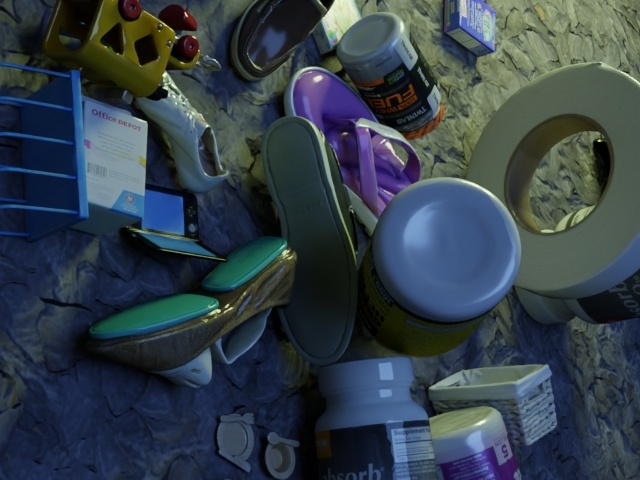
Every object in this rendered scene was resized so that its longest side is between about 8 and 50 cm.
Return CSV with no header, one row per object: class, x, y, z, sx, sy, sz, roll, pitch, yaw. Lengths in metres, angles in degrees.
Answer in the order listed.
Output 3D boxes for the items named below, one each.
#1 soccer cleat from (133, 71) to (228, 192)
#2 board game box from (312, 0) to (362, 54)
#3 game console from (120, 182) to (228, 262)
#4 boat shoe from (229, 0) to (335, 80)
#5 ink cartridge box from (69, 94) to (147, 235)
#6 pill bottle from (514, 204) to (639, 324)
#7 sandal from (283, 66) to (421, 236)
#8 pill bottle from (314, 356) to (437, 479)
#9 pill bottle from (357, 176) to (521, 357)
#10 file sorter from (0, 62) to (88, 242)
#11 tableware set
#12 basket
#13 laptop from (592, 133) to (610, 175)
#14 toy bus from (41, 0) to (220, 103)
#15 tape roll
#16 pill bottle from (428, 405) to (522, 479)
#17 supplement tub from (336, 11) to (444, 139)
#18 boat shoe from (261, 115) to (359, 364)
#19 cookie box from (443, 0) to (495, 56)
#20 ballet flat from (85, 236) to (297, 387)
soccer cleat,-0.180,-0.155,1.456,0.068,0.076,0.196,-37,104,-47
board game box,0.012,-0.378,1.778,0.103,0.026,0.154,-27,98,-49
game console,-0.182,-0.024,1.414,0.122,0.071,0.107,12,69,-46
boat shoe,-0.039,-0.337,1.638,0.095,0.095,0.257,45,57,-23
ink cartridge box,-0.267,-0.091,1.329,0.092,0.090,0.143,19,63,-43
pill bottle,0.531,0.032,1.956,0.210,0.363,0.210,19,63,-43
sandal,0.101,-0.104,1.727,0.416,0.102,0.169,52,45,-22
pill bottle,0.075,0.304,1.521,0.162,0.162,0.278,5,73,-47
pill bottle,0.146,0.055,1.544,0.188,0.334,0.188,1,71,-4
file sorter,-0.334,-0.097,1.240,0.104,0.118,0.170,7,73,-43
tableware set,-0.085,0.307,1.450,0.141,0.020,0.169,28,58,-39
basket,0.270,0.258,1.748,0.113,0.167,0.103,-17,95,-49
laptop,0.765,-0.101,2.366,0.236,0.408,0.382,-33,104,-13
toy bus,-0.228,-0.214,1.333,0.202,0.191,0.104,17,79,-2
tape roll,0.406,-0.099,1.846,0.072,0.392,0.392,20,63,-42
pill bottle,0.226,0.408,1.644,0.169,0.169,0.301,-19,92,-49
supplement tub,0.115,-0.253,1.769,0.190,0.117,0.117,52,44,-39
boat shoe,-0.004,0.000,1.570,0.113,0.127,0.340,5,70,-69
cookie box,0.273,-0.400,2.061,0.107,0.040,0.092,26,60,-40
ballet flat,-0.143,0.106,1.403,0.342,0.116,0.124,-32,119,-50
